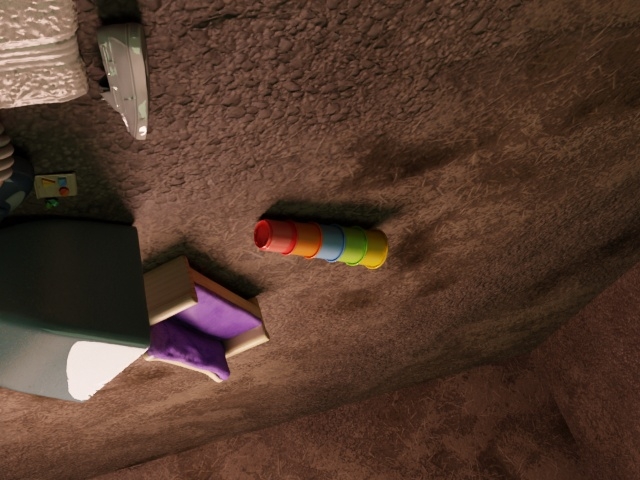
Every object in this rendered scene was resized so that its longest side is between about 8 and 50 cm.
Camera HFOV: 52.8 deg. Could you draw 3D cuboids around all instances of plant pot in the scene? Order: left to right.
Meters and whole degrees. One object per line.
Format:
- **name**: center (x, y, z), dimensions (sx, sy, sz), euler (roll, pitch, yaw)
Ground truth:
- **plant pot**: center (-0.471, 0.108, 1.090), dimensions (0.252, 0.247, 0.247), euler (17, 135, -44)

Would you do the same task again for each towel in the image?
- **towel**: center (-0.413, -0.220, 0.718), dimensions (0.282, 0.049, 0.187), euler (-11, 152, -19)

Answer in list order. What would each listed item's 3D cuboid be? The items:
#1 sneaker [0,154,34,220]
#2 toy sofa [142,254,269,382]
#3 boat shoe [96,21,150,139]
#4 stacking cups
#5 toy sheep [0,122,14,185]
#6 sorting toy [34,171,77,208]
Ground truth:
- **sneaker**: center (-0.532, -0.003, 0.947), dimensions (0.319, 0.131, 0.112), euler (-32, 151, 21)
- **toy sofa**: center (-0.256, 0.187, 1.443), dimensions (0.150, 0.177, 0.362), euler (-26, 152, 11)
- **boat shoe**: center (-0.258, -0.203, 0.845), dimensions (0.063, 0.066, 0.184), euler (1, 151, -10)
- **stacking cups**: center (0.000, 0.000, 1.386), dimensions (0.316, 0.096, 0.096), euler (9, 142, -36)
- **toy sheep**: center (-0.445, -0.119, 0.837), dimensions (0.091, 0.091, 0.132), euler (-10, 117, -20)
- **sorting toy**: center (-0.416, -0.077, 1.020), dimensions (0.062, 0.012, 0.083), euler (-9, 151, -21)
